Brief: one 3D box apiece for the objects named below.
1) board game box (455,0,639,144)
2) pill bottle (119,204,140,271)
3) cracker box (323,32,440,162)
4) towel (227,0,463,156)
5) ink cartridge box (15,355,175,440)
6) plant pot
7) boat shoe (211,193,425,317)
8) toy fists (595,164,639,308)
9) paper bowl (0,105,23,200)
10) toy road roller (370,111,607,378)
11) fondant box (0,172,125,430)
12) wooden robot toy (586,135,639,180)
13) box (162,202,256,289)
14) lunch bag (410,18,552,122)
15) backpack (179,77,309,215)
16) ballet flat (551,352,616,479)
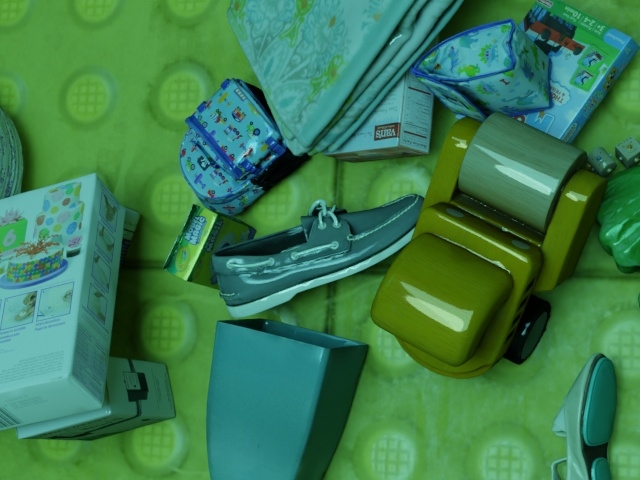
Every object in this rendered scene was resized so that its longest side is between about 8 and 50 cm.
[{"bbox_3d":[0.304,-0.213,1.831,0.160,0.039,0.211,37,96,36],"label":"board game box"},{"bbox_3d":[-0.349,0.031,2.005,0.108,0.108,0.194,19,89,21],"label":"pill bottle"},{"bbox_3d":[0.086,-0.230,1.881,0.155,0.067,0.232,-2,79,49],"label":"cracker box"},{"bbox_3d":[0.028,-0.340,1.838,0.374,0.090,0.321,-48,50,31],"label":"towel"},{"bbox_3d":[-0.320,0.225,1.910,0.153,0.208,0.087,-17,76,17],"label":"ink cartridge box"},{"bbox_3d":[-0.059,0.239,1.848,0.165,0.165,0.234,13,93,21],"label":"plant pot"},{"bbox_3d":[0.000,0.000,1.857,0.319,0.116,0.099,-25,104,6],"label":"boat shoe"},{"bbox_3d":[0.451,0.029,1.732,0.142,0.096,0.279,-26,72,1],"label":"toy fists"},{"bbox_3d":[-0.589,-0.106,2.090,0.284,0.148,0.284,-3,80,20],"label":"paper bowl"},{"bbox_3d":[0.196,0.021,1.710,0.202,0.240,0.330,27,115,21],"label":"toy road roller"},{"bbox_3d":[-0.401,0.087,1.839,0.238,0.096,0.330,-14,53,19],"label":"fondant box"},{"bbox_3d":[0.340,-0.092,1.805,0.173,0.076,0.079,-40,60,9],"label":"wooden robot toy"},{"bbox_3d":[-0.157,0.010,1.902,0.043,0.179,0.105,25,91,21],"label":"box"},{"bbox_3d":[0.213,-0.214,1.786,0.151,0.129,0.096,-9,65,31],"label":"lunch bag"},{"bbox_3d":[-0.132,-0.128,1.950,0.173,0.117,0.158,-39,70,13],"label":"backpack"},{"bbox_3d":[0.334,0.269,1.747,0.086,0.086,0.249,-1,82,19],"label":"ballet flat"}]
